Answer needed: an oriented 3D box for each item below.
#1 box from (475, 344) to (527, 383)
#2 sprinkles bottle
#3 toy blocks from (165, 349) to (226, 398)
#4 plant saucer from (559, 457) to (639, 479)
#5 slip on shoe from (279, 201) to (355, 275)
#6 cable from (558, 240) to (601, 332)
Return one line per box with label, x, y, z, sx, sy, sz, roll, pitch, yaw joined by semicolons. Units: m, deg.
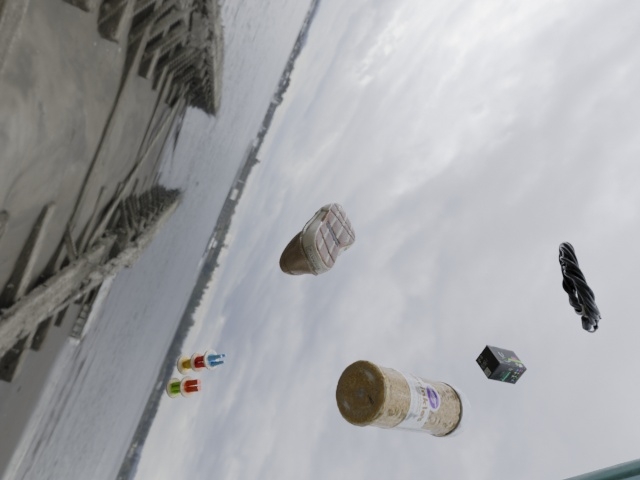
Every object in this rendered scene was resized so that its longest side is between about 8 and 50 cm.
box;0.413;0.284;1.076;0.052;0.083;0.062;-65;-157;23
sprinkles bottle;0.183;0.338;0.979;0.121;0.355;0.121;-21;-123;36
toy blocks;-0.315;0.342;1.210;0.148;0.054;0.123;-17;-142;29
plant saucer;0.248;0.173;0.329;0.192;0.067;0.018;-29;-160;22
slip on shoe;0.000;0.000;0.453;0.041;0.051;0.135;-23;-166;21
cable;0.486;0.076;0.904;0.047;0.150;0.184;-21;-139;25
